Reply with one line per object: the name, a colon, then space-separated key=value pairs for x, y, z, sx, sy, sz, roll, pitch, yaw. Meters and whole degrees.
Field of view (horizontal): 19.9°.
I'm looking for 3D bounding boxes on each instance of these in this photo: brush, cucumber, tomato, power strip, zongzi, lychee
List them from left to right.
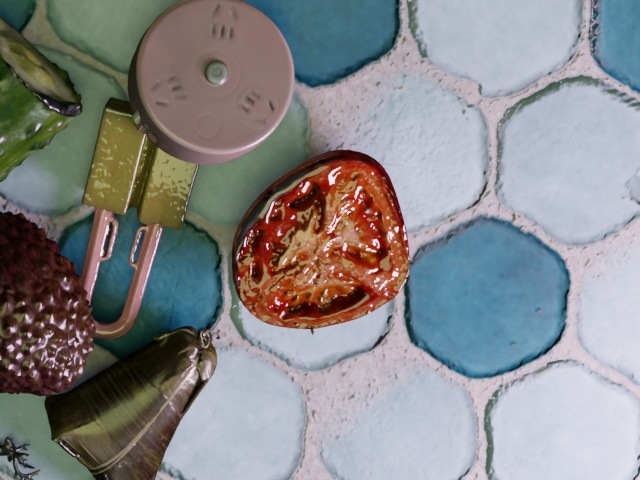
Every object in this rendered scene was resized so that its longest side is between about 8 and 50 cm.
cucumber: x=-0.346 y=-0.091 z=1.700 sx=0.244 sy=0.134 sz=0.134 roll=-40 pitch=104 yaw=14
lychee: x=-0.310 y=0.061 z=1.722 sx=0.188 sy=0.188 sz=0.188 roll=-1 pitch=106 yaw=-3
brush: x=-0.187 y=-0.013 z=1.768 sx=0.103 sy=0.047 sz=0.233 roll=15 pitch=106 yaw=-7
zongzi: x=-0.153 y=0.187 z=1.816 sx=0.187 sy=0.084 sz=0.184 roll=-31 pitch=119 yaw=1
power strip: x=-0.105 y=-0.147 z=1.690 sx=0.154 sy=0.078 sz=0.154 roll=2 pitch=83 yaw=-14
tomato: x=-0.007 y=-0.004 z=1.761 sx=0.174 sy=0.082 sz=0.166 roll=-18 pitch=110 yaw=-2

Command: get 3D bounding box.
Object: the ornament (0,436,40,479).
ornament: x=-0.345 y=0.223 z=1.835 sx=0.125 sy=0.028 sz=0.073 roll=17 pitch=103 yaw=-6
